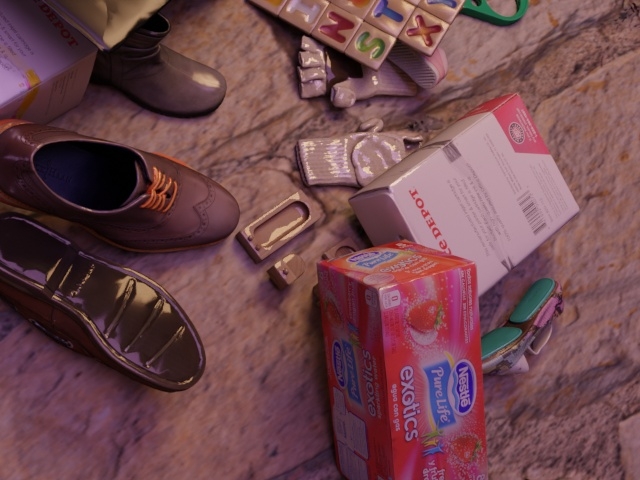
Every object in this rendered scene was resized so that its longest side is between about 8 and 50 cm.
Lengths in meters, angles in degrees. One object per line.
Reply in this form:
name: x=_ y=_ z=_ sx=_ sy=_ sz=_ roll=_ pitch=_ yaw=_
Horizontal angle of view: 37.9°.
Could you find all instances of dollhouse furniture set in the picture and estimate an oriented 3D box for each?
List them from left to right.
dollhouse furniture set: x=0.000 y=0.000 z=1.250 sx=0.144 sy=0.123 sz=0.151 roll=-36 pitch=89 yaw=-28

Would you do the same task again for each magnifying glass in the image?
magnifying glass: x=0.246 y=-0.392 z=1.535 sx=0.231 sy=0.026 sz=0.092 roll=-13 pitch=79 yaw=-27

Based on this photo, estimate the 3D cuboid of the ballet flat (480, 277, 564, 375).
ballet flat: x=0.290 y=0.145 z=1.360 sx=0.221 sy=0.077 sz=0.079 roll=-40 pitch=111 yaw=-28

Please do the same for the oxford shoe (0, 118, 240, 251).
oxford shoe: x=-0.224 y=-0.051 z=1.119 sx=0.364 sy=0.133 sz=0.129 roll=12 pitch=88 yaw=-44

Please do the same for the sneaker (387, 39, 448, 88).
sneaker: x=0.143 y=-0.291 z=1.421 sx=0.134 sy=0.051 sz=0.070 roll=49 pitch=39 yaw=5

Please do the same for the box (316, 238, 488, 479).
box: x=0.102 y=0.166 z=1.159 sx=0.142 sy=0.154 sz=0.299 roll=-14 pitch=107 yaw=-27

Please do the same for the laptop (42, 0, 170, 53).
laptop: x=-0.313 y=-0.413 z=1.163 sx=0.382 sy=0.408 sz=0.236 roll=41 pitch=88 yaw=-6

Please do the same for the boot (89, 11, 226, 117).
boot: x=-0.221 y=-0.241 z=1.211 sx=0.247 sy=0.161 sz=0.083 roll=14 pitch=71 yaw=-21

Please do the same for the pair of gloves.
pair of gloves: x=0.062 y=-0.186 z=1.382 sx=0.204 sy=0.042 sz=0.240 roll=4 pitch=73 yaw=-22

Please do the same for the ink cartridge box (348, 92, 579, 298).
ink cartridge box: x=0.207 y=-0.051 z=1.336 sx=0.283 sy=0.117 sz=0.207 roll=-36 pitch=102 yaw=-28

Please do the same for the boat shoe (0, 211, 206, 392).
boat shoe: x=-0.277 y=0.082 z=1.125 sx=0.307 sy=0.104 sz=0.110 roll=39 pitch=54 yaw=-5

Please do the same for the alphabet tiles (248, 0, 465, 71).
alphabet tiles: x=0.058 y=-0.423 z=1.384 sx=0.343 sy=0.011 sz=0.285 roll=31 pitch=84 yaw=8

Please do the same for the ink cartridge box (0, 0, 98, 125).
ink cartridge box: x=-0.418 y=-0.206 z=1.118 sx=0.233 sy=0.168 sz=0.171 roll=-39 pitch=91 yaw=-28
